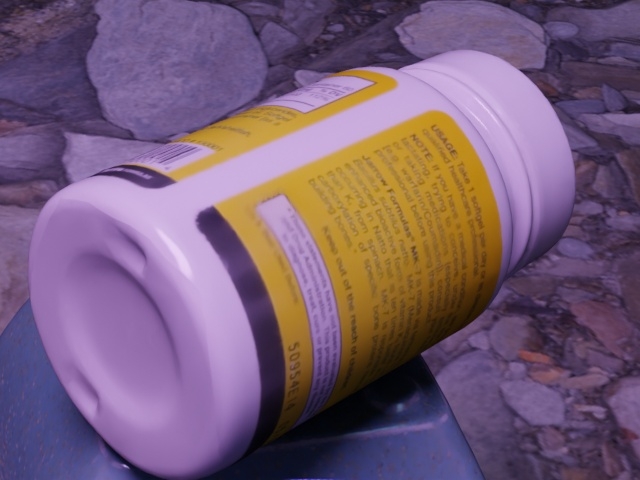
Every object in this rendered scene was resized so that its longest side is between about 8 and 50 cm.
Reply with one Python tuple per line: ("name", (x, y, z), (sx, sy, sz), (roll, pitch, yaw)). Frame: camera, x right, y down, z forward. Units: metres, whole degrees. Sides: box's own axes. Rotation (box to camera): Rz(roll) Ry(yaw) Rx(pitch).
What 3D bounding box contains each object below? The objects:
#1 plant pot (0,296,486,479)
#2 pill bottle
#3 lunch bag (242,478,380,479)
("plant pot", (-0.042, 0.142, 0.790), (0.248, 0.252, 0.247), (-7, 36, -16))
("pill bottle", (0.000, 0.000, 0.672), (0.208, 0.119, 0.119), (-26, 45, -38))
("lunch bag", (0.069, 0.264, 0.559), (0.386, 0.327, 0.239), (10, 29, 5))
